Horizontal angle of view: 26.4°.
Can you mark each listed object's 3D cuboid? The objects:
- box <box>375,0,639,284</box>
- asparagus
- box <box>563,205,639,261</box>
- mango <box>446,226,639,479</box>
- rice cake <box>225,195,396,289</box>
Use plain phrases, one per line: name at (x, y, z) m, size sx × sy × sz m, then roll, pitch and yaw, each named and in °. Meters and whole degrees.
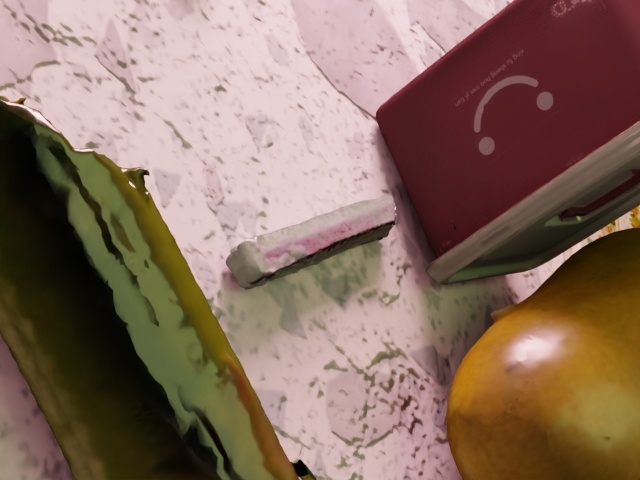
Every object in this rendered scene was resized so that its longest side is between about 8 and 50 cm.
box at (0.199, -0.101, 1.129) m, size 0.193 × 0.294 × 0.167 m, roll -3°, pitch 63°, yaw -52°
asparagus at (-0.124, 0.044, 0.784) m, size 0.382 × 0.128 × 0.108 m, roll 62°, pitch 1°, yaw -5°
box at (0.336, 0.017, 1.398) m, size 0.220 × 0.032 × 0.122 m, roll 18°, pitch 58°, yaw -29°
mango at (0.271, 0.133, 1.142) m, size 0.445 × 0.220 × 0.301 m, roll 3°, pitch 72°, yaw -47°
rice cake at (0.000, -0.001, 1.028) m, size 0.208 × 0.033 × 0.033 m, roll -20°, pitch 78°, yaw -54°
